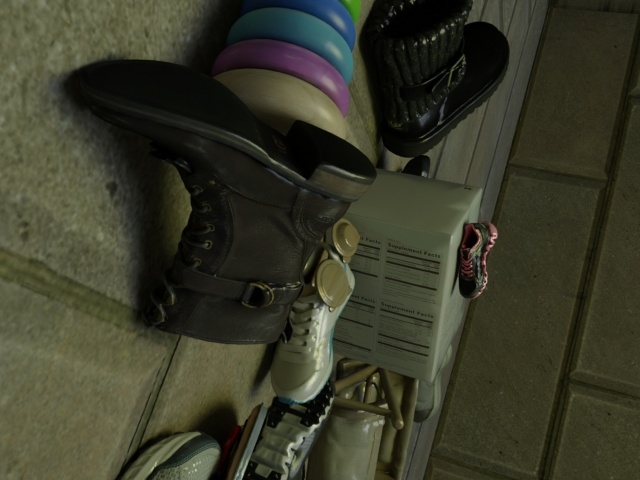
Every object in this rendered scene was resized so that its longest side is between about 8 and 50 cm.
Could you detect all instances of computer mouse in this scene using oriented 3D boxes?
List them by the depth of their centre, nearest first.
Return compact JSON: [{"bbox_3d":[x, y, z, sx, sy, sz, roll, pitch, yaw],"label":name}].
[{"bbox_3d":[0.164,-0.121,1.215,0.242,0.041,0.071,-126,-132,-89],"label":"computer mouse"}]

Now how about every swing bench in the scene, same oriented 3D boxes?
[{"bbox_3d":[0.070,0.364,1.159,0.254,0.165,0.253,-26,125,-71],"label":"swing bench"}]

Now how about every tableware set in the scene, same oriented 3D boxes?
[{"bbox_3d":[0.000,0.000,0.862,0.169,0.020,0.141,49,48,-28],"label":"tableware set"}]

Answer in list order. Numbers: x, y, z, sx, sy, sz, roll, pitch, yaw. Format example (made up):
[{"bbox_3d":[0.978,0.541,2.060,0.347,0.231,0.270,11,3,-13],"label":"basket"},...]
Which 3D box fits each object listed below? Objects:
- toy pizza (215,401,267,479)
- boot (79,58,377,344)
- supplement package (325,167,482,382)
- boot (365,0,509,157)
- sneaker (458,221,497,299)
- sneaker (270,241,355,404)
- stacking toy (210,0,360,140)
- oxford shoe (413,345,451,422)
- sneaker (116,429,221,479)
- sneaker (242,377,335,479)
[{"bbox_3d":[-0.113,0.280,0.751,0.201,0.032,0.201,-158,-90,-89],"label":"toy pizza"},{"bbox_3d":[-0.098,-0.006,0.546,0.229,0.263,0.091,-56,-152,27],"label":"boot"},{"bbox_3d":[0.131,0.048,1.069,0.199,0.198,0.263,-44,142,-54],"label":"supplement package"},{"bbox_3d":[0.212,-0.328,1.083,0.348,0.131,0.260,-51,149,-25],"label":"boot"},{"bbox_3d":[0.222,0.028,0.963,0.057,0.047,0.119,9,92,-46],"label":"sneaker"},{"bbox_3d":[-0.020,0.110,0.891,0.092,0.087,0.229,62,37,-50],"label":"sneaker"},{"bbox_3d":[-0.016,-0.244,0.646,0.141,0.141,0.330,55,44,-63],"label":"stacking toy"},{"bbox_3d":[0.215,0.322,1.576,0.130,0.169,0.449,-21,146,-12],"label":"oxford shoe"},{"bbox_3d":[-0.152,0.300,0.588,0.283,0.122,0.110,-54,149,-48],"label":"sneaker"},{"bbox_3d":[-0.048,0.300,0.935,0.234,0.078,0.106,-56,154,-36],"label":"sneaker"}]
